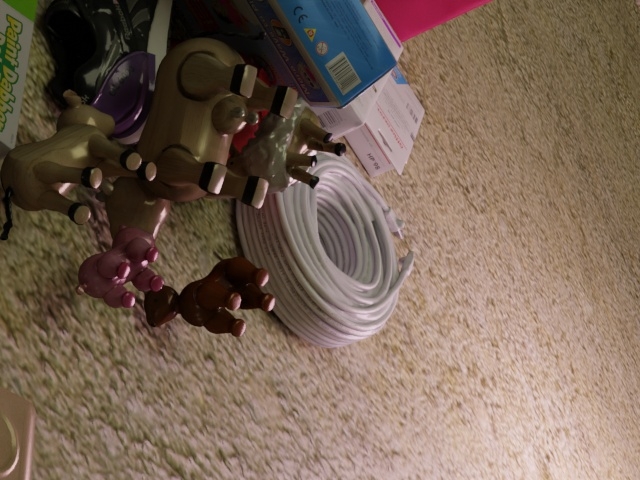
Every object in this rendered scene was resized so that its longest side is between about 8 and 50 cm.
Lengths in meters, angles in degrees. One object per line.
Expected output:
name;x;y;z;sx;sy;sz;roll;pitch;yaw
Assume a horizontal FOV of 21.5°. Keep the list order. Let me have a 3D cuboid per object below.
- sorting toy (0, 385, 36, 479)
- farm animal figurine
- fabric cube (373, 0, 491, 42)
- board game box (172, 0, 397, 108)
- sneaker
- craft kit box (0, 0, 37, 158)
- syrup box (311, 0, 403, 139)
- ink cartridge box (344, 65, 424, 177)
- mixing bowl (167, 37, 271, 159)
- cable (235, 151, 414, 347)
sorting toy;-0.312;0.189;1.390;0.208;0.038;0.193;43;36;-46
farm animal figurine;-0.161;-0.071;1.668;0.326;0.172;0.330;-61;141;-16
fabric cube;0.109;-0.444;2.345;0.254;0.258;0.259;55;30;-21
board game box;-0.088;-0.296;1.870;0.086;0.302;0.308;-39;110;-17
sneaker;-0.228;-0.249;1.783;0.124;0.107;0.283;26;48;-44
craft kit box;-0.372;-0.231;1.568;0.246;0.061;0.250;43;37;-43
syrup box;0.026;-0.223;2.212;0.096;0.093;0.237;56;30;-18
ink cartridge box;0.078;-0.162;2.294;0.104;0.060;0.180;56;30;-22
mixing bowl;-0.104;-0.140;1.856;0.181;0.098;0.181;-8;90;-81
cable;0.000;0.000;2.013;0.257;0.089;0.257;55;31;-21
